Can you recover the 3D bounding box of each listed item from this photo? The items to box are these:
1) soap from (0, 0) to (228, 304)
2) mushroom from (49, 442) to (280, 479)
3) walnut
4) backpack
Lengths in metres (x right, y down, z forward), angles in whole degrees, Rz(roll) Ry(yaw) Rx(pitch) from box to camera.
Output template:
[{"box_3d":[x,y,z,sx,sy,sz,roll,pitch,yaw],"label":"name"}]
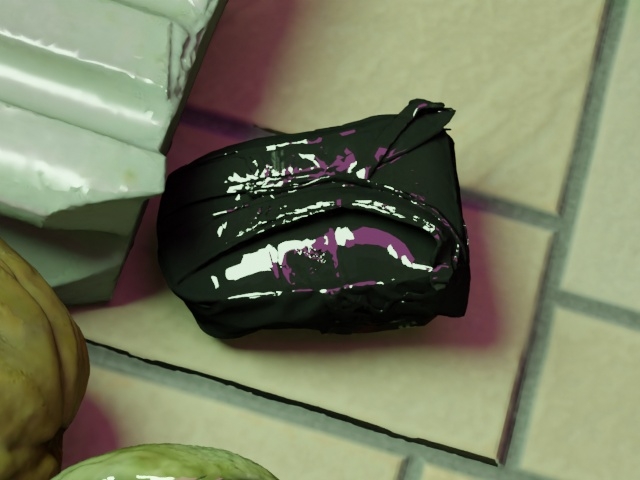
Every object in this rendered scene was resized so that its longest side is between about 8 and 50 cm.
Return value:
[{"box_3d":[-0.199,-0.125,1.037,0.302,0.159,0.258,19,64,0],"label":"soap"},{"box_3d":[-0.156,0.212,0.846,0.344,0.247,0.130,-41,36,-20],"label":"mushroom"},{"box_3d":[-0.222,0.070,0.923,0.213,0.213,0.213,3,63,-6],"label":"walnut"},{"box_3d":[-0.002,-0.003,1.036,0.165,0.106,0.120,-7,53,11],"label":"backpack"}]
